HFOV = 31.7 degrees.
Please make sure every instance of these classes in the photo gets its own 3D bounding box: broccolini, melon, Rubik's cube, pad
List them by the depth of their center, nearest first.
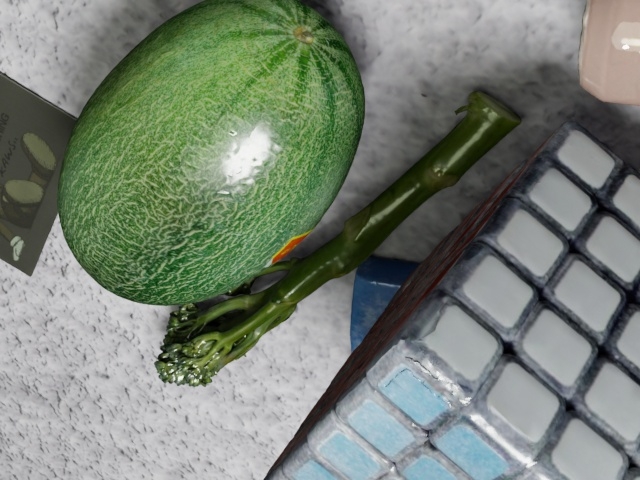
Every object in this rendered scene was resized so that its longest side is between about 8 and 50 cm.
[{"bbox_3d":[0.144,0.113,0.719,0.237,0.238,0.237,38,144,2],"label":"Rubik's cube"},{"bbox_3d":[-0.088,-0.054,0.814,0.182,0.182,0.288,43,123,-11],"label":"melon"},{"bbox_3d":[-0.003,0.000,0.908,0.074,0.079,0.392,48,118,-2],"label":"broccolini"},{"bbox_3d":[-0.282,-0.062,0.988,0.127,0.004,0.190,31,127,-2],"label":"pad"}]

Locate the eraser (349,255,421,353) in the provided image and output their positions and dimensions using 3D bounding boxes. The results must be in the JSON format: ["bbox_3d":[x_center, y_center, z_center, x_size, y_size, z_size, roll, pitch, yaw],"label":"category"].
[{"bbox_3d":[0.177,0.098,0.906,0.312,0.042,0.144,8,124,14],"label":"eraser"}]

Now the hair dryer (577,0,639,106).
[{"bbox_3d":[0.255,-0.022,0.748,0.189,0.107,0.344,9,121,14],"label":"hair dryer"}]
